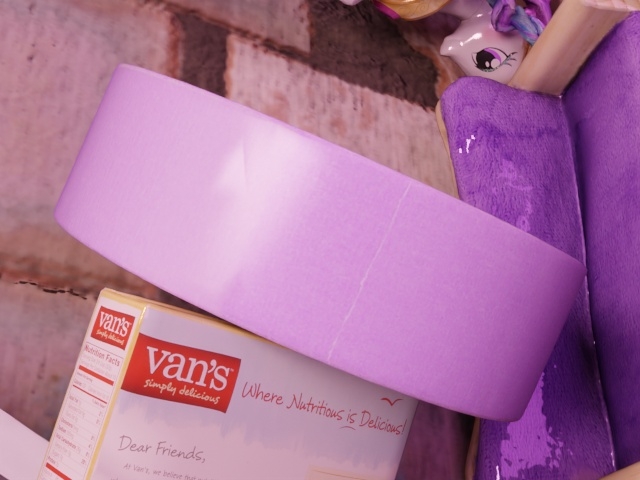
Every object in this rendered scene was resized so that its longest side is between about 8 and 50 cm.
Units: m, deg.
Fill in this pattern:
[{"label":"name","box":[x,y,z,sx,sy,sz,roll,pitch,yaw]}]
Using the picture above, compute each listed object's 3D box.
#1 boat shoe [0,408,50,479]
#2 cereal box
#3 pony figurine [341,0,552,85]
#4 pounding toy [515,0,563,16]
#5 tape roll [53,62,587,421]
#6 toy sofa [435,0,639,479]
[{"label":"boat shoe","box":[-0.203,0.110,0.451,0.306,0.113,0.105,42,62,-22]},{"label":"cereal box","box":[-0.056,0.158,0.453,0.173,0.047,0.240,23,82,-39]},{"label":"pony figurine","box":[0.109,-0.299,0.850,0.363,0.303,0.351,31,81,-19]},{"label":"pounding toy","box":[0.269,-0.210,0.981,0.130,0.100,0.141,0,62,-34]},{"label":"tape roll","box":[0.000,0.000,0.550,0.275,0.275,0.090,24,92,-20]},{"label":"toy sofa","box":[0.195,0.009,0.696,0.177,0.150,0.362,4,66,-10]}]
